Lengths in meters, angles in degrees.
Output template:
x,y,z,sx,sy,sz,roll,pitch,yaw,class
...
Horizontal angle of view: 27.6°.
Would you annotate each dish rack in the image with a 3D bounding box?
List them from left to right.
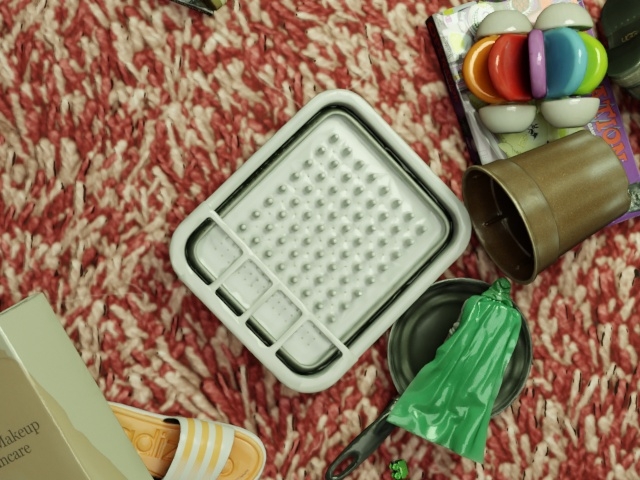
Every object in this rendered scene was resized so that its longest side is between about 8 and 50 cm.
x,y,z,sx,sy,sz,roll,pitch,yaw,class
0.000,0.000,1.704,0.333,0.072,0.285,-44,94,-6,dish rack

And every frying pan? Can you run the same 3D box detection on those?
x,y,z,sx,sy,sz,roll,pitch,yaw,class
0.157,0.206,1.734,0.197,0.053,0.326,25,88,-7,frying pan

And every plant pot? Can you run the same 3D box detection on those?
x,y,z,sx,sy,sz,roll,pitch,yaw,class
0.293,-0.052,1.662,0.165,0.167,0.167,-26,93,-15,plant pot

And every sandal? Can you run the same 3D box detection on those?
x,y,z,sx,sy,sz,roll,pitch,yaw,class
-0.201,0.273,1.673,0.265,0.076,0.102,14,88,-7,sandal

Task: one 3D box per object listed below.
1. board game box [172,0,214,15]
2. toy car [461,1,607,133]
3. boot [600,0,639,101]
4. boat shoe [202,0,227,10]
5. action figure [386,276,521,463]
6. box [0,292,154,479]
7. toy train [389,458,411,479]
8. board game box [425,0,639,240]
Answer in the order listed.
x,y,z,sx,sy,sz,roll,pitch,yaw,class
-0.207,-0.384,1.701,0.186,0.026,0.126,19,87,-7,board game box
0.268,-0.220,1.649,0.182,0.136,0.159,-3,89,20,toy car
0.472,-0.218,1.751,0.229,0.091,0.263,43,46,-27,boot
-0.173,-0.401,1.657,0.073,0.080,0.223,-36,99,-12,boat shoe
0.194,0.155,1.687,0.137,0.063,0.232,25,90,-6,action figure
-0.344,0.239,1.609,0.148,0.121,0.311,-30,93,22,box
0.113,0.333,1.745,0.024,0.017,0.083,-15,92,-18,toy train
0.294,-0.169,1.758,0.208,0.056,0.347,-20,92,-11,board game box
